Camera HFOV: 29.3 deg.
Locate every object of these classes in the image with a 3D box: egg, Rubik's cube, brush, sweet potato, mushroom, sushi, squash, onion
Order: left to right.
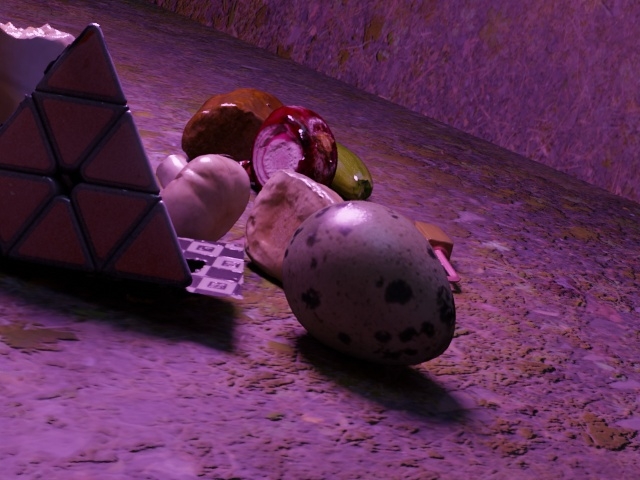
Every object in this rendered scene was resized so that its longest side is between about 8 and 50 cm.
[{"bbox_3d":[-0.277,-0.063,1.396,0.233,0.229,0.228,41,44,-32],"label":"Rubik's cube"},{"bbox_3d":[-0.194,0.039,1.423,0.210,0.040,0.192,8,17,-5],"label":"sushi"},{"bbox_3d":[-0.167,-0.056,1.607,0.122,0.154,0.154,47,19,7],"label":"mushroom"},{"bbox_3d":[-0.136,-0.207,2.244,0.158,0.157,0.370,21,14,8],"label":"sweet potato"},{"bbox_3d":[-0.055,-0.136,2.087,0.135,0.173,0.198,4,-12,-45],"label":"onion"},{"bbox_3d":[0.023,-0.147,2.343,0.082,0.082,0.292,9,16,-32],"label":"squash"},{"bbox_3d":[0.060,0.055,1.431,0.228,0.177,0.177,38,20,17],"label":"egg"},{"bbox_3d":[0.172,0.018,1.971,0.103,0.047,0.233,15,15,-16],"label":"brush"}]

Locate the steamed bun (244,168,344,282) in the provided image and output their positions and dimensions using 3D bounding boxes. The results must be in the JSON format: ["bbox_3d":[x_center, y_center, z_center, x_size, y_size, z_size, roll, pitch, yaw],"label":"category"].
[{"bbox_3d":[0.000,0.000,1.678,0.172,0.140,0.155,35,9,39],"label":"steamed bun"}]

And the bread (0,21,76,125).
[{"bbox_3d":[-0.497,-0.208,1.527,0.424,0.245,0.329,18,-24,-11],"label":"bread"}]
